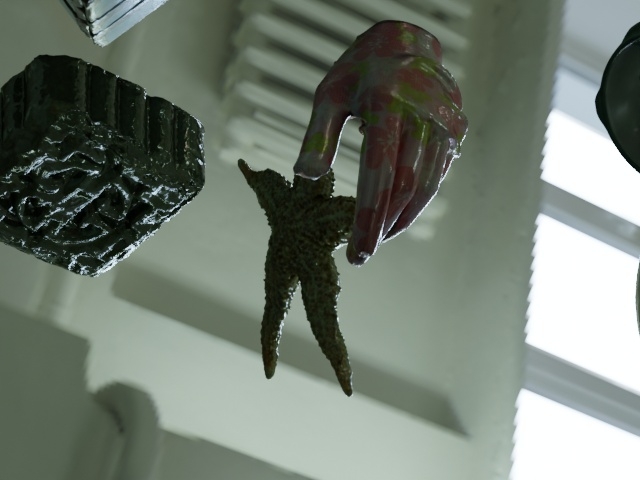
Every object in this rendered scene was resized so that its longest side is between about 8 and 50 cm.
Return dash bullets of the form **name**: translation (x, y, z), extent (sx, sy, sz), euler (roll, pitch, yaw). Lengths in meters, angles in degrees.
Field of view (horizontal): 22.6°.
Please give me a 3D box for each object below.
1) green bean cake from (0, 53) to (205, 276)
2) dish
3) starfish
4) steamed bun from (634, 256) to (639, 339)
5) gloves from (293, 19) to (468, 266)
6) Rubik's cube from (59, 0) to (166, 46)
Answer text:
- **green bean cake**: translation (-0.214, -0.062, 1.390), extent (0.185, 0.183, 0.094), euler (-37, -138, 30)
- **dish**: translation (0.452, -0.167, 1.949), extent (0.246, 0.078, 0.224), euler (8, -67, 50)
- **starfish**: translation (-0.002, 0.001, 1.870), extent (0.347, 0.078, 0.358), euler (-36, -122, 39)
- **steamed bun**: translation (0.402, 0.085, 1.325), extent (0.309, 0.309, 0.309), euler (-48, -151, 38)
- **gloves**: translation (0.063, -0.092, 1.500), extent (0.126, 0.145, 0.241), euler (-24, -135, 28)
- **Rubik's cube**: translation (-0.167, -0.366, 1.345), extent (0.283, 0.293, 0.288), euler (-39, -176, -6)
